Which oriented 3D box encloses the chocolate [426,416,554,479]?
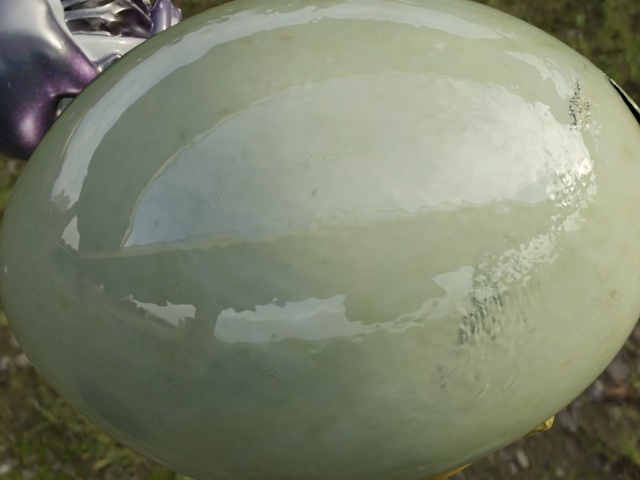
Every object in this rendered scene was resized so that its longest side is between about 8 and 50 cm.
[{"bbox_3d":[0.057,0.140,1.030,0.219,0.085,0.085,-17,40,24],"label":"chocolate"}]

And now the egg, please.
[{"bbox_3d":[0.000,0.000,0.553,0.253,0.186,0.186,-11,43,13],"label":"egg"}]

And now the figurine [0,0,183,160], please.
[{"bbox_3d":[-0.162,-0.111,0.924,0.145,0.222,0.145,-4,77,17],"label":"figurine"}]
